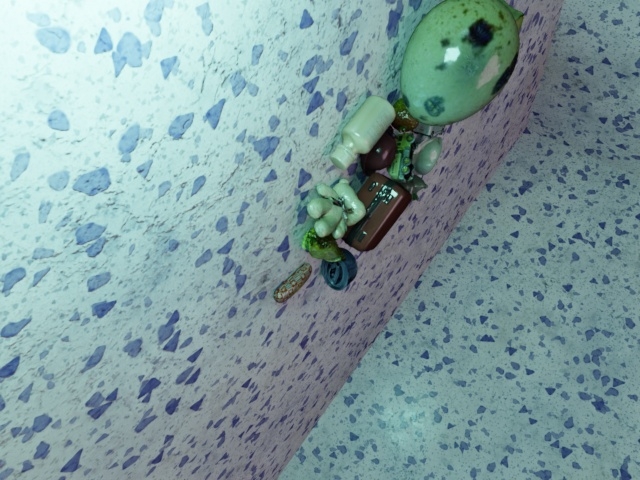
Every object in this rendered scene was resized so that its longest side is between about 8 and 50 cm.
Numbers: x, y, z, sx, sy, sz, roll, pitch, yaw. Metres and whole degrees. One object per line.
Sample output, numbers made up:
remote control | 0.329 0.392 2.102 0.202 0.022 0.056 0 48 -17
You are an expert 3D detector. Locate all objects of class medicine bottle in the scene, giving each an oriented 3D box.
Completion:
medicine bottle | 0.128 -0.338 1.580 0.252 0.114 0.114 -53 157 -12

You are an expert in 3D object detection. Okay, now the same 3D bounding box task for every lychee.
lychee | 0.303 -0.449 1.790 0.114 0.114 0.146 54 42 -66

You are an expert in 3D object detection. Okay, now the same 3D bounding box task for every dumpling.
dumpling | 0.453 -0.382 2.223 0.105 0.149 0.217 -91 -161 -51

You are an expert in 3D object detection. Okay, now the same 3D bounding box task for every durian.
durian | 0.005 0.004 1.770 0.132 0.106 0.375 -28 157 14

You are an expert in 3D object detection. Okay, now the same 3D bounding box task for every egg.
egg | 0.439 -0.574 1.606 0.428 0.345 0.345 -56 159 18

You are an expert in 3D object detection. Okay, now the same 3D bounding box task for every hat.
hat | 0.227 -0.325 1.827 0.205 0.089 0.205 -44 153 -30

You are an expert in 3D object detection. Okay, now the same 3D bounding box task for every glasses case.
glasses case | -0.097 0.165 1.854 0.194 0.049 0.073 -44 154 -29

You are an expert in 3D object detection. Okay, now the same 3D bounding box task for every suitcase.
suitcase | 0.203 -0.106 1.895 0.297 0.161 0.236 -55 165 12

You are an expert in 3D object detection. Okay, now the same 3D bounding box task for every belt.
belt | 0.077 0.118 2.027 0.082 0.141 0.190 -36 150 -38

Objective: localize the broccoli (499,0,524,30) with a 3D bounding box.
broccoli | 0.605 -0.819 1.754 0.247 0.243 0.263 -52 151 3

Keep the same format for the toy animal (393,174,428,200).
toy animal | 0.349 -0.232 2.189 0.251 0.127 0.125 -4 104 -39

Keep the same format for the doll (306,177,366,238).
doll | 0.057 -0.099 1.669 0.278 0.149 0.175 -35 138 -54

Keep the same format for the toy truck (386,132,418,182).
toy truck | 0.310 -0.324 1.940 0.085 0.116 0.191 30 69 -66

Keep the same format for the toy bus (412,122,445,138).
toy bus | 0.470 -0.493 2.108 0.194 0.087 0.089 -25 132 -50
